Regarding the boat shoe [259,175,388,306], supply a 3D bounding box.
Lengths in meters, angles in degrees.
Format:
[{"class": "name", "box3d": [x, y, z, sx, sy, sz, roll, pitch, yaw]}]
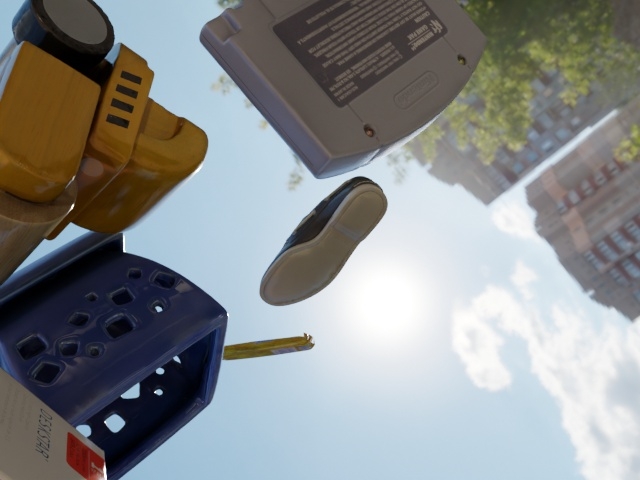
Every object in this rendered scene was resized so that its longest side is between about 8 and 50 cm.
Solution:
[{"class": "boat shoe", "box3d": [0.000, 0.000, 1.020, 0.075, 0.206, 0.065, 38, -165, -28]}]

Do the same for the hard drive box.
[{"class": "hard drive box", "box3d": [-0.276, 0.158, 0.611, 0.232, 0.089, 0.181, 47, 175, -19]}]

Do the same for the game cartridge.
[{"class": "game cartridge", "box3d": [0.042, -0.187, 0.807, 0.196, 0.060, 0.294, 48, -128, 3]}]

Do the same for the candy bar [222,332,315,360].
[{"class": "candy bar", "box3d": [-0.084, 0.152, 1.137, 0.040, 0.161, 0.018, 55, -151, -58]}]

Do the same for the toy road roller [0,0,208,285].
[{"class": "toy road roller", "box3d": [-0.251, -0.077, 0.828, 0.240, 0.202, 0.330, 32, -142, -28]}]

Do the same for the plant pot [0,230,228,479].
[{"class": "plant pot", "box3d": [-0.269, 0.138, 0.954, 0.212, 0.236, 0.236, 41, -126, 18]}]
